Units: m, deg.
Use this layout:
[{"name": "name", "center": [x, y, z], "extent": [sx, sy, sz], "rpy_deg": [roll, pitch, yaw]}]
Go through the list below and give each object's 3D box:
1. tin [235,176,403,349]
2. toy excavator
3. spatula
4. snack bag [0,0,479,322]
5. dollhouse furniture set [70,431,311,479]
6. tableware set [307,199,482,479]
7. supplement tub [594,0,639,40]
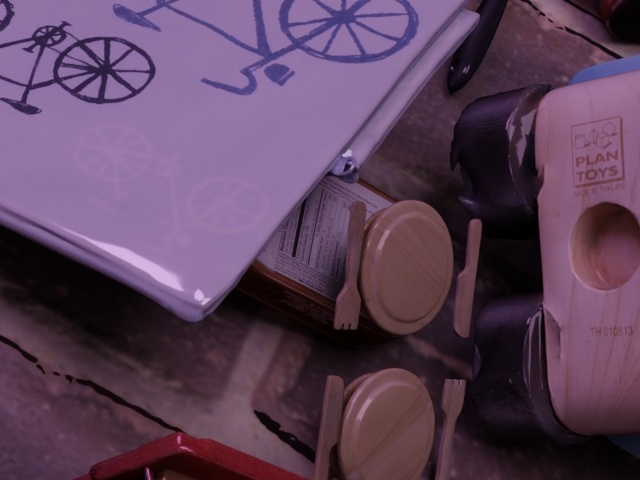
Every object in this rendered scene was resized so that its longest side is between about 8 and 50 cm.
[{"name": "tin", "center": [0.000, 0.000, 1.091], "extent": [0.190, 0.040, 0.106], "rpy_deg": [28, 55, -32]}, {"name": "toy excavator", "center": [0.315, -0.052, 1.208], "extent": [0.445, 0.222, 0.432], "rpy_deg": [8, 77, -47]}, {"name": "spatula", "center": [0.148, -0.235, 1.323], "extent": [0.030, 0.084, 0.296], "rpy_deg": [27, 60, -15]}, {"name": "snack bag", "center": [-0.111, -0.109, 1.061], "extent": [0.323, 0.037, 0.342], "rpy_deg": [24, 51, 17]}, {"name": "dollhouse furniture set", "center": [0.008, 0.275, 0.926], "extent": [0.374, 0.152, 0.201], "rpy_deg": [29, 51, -31]}, {"name": "tableware set", "center": [0.040, 0.070, 1.059], "extent": [0.128, 0.039, 0.194], "rpy_deg": [8, 90, -45]}, {"name": "supplement tub", "center": [0.257, -0.271, 1.374], "extent": [0.106, 0.106, 0.197], "rpy_deg": [0, 62, -27]}]
